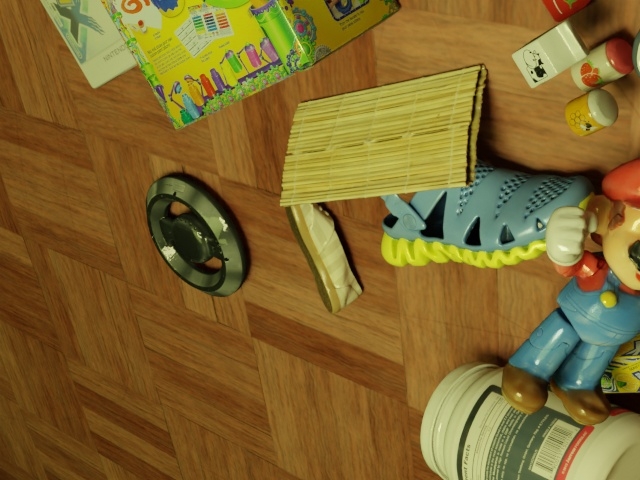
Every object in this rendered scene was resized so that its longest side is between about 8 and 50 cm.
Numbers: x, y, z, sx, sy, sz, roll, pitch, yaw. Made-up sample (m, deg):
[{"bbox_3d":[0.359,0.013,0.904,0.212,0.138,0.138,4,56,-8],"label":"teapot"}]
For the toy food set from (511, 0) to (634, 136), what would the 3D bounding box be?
[{"bbox_3d":[0.247,-0.225,0.946,0.104,0.111,0.232,-27,98,52],"label":"toy food set"}]

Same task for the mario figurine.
[{"bbox_3d":[0.310,0.062,1.009,0.170,0.198,0.321,39,122,31],"label":"mario figurine"}]

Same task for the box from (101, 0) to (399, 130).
[{"bbox_3d":[-0.112,-0.322,1.175,0.290,0.177,0.279,-13,111,50],"label":"box"}]

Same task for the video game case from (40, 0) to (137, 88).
[{"bbox_3d":[-0.345,-0.413,1.449,0.300,0.036,0.329,-14,110,49],"label":"video game case"}]

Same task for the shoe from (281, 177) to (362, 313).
[{"bbox_3d":[0.000,0.000,1.435,0.219,0.058,0.076,68,170,-15],"label":"shoe"}]

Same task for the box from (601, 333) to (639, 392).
[{"bbox_3d":[0.389,0.140,1.148,0.169,0.059,0.054,-13,113,50],"label":"box"}]

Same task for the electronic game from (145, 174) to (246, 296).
[{"bbox_3d":[-0.211,-0.005,1.639,0.229,0.048,0.229,28,137,29],"label":"electronic game"}]

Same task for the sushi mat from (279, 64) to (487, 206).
[{"bbox_3d":[0.068,-0.123,1.210,0.019,0.151,0.316,20,164,-41],"label":"sushi mat"}]

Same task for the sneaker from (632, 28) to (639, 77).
[{"bbox_3d":[0.388,-0.196,0.794,0.282,0.153,0.099,-16,109,50],"label":"sneaker"}]

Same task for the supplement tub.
[{"bbox_3d":[0.280,0.273,1.239,0.272,0.191,0.191,19,133,50],"label":"supplement tub"}]

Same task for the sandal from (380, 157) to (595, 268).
[{"bbox_3d":[0.176,-0.047,1.163,0.317,0.126,0.138,-5,112,45],"label":"sandal"}]
